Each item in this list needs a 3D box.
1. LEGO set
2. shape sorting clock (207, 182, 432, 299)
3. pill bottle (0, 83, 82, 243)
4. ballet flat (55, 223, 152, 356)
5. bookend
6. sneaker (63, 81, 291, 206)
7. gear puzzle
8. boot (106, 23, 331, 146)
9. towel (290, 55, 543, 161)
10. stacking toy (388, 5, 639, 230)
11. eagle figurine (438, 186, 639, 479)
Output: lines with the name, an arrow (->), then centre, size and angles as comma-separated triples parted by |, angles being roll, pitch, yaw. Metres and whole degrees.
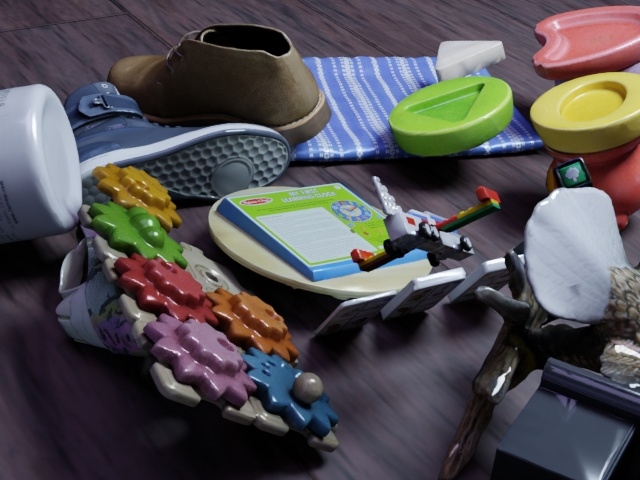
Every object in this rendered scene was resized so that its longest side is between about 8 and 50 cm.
LEGO set -> 0.102, -0.002, 0.842 | 0.182, 0.244, 0.060 | -12, 72, -22
shape sorting clock -> 0.000, 0.000, 0.996 | 0.206, 0.040, 0.206 | 13, 27, -7
pill bottle -> -0.333, -0.053, 0.950 | 0.229, 0.131, 0.131 | -9, 32, 2
ballet flat -> -0.175, 0.039, 0.901 | 0.079, 0.077, 0.221 | -21, 28, -1
bookend -> 0.122, 0.177, 0.618 | 0.072, 0.157, 0.156 | 20, 34, 24
sneaker -> -0.157, -0.104, 1.110 | 0.226, 0.086, 0.163 | -10, 37, -19
gear puzzle -> -0.094, 0.026, 0.857 | 0.175, 0.044, 0.339 | 27, 17, -38
boot -> -0.128, -0.185, 1.184 | 0.305, 0.115, 0.112 | 12, 50, 37
towel -> 0.061, -0.162, 1.277 | 0.336, 0.040, 0.243 | -3, 33, -12
stacking toy -> 0.238, -0.127, 1.189 | 0.280, 0.130, 0.309 | -5, 31, 26
eagle figurine -> 0.262, 0.092, 0.752 | 0.298, 0.226, 0.225 | 15, 13, 27
